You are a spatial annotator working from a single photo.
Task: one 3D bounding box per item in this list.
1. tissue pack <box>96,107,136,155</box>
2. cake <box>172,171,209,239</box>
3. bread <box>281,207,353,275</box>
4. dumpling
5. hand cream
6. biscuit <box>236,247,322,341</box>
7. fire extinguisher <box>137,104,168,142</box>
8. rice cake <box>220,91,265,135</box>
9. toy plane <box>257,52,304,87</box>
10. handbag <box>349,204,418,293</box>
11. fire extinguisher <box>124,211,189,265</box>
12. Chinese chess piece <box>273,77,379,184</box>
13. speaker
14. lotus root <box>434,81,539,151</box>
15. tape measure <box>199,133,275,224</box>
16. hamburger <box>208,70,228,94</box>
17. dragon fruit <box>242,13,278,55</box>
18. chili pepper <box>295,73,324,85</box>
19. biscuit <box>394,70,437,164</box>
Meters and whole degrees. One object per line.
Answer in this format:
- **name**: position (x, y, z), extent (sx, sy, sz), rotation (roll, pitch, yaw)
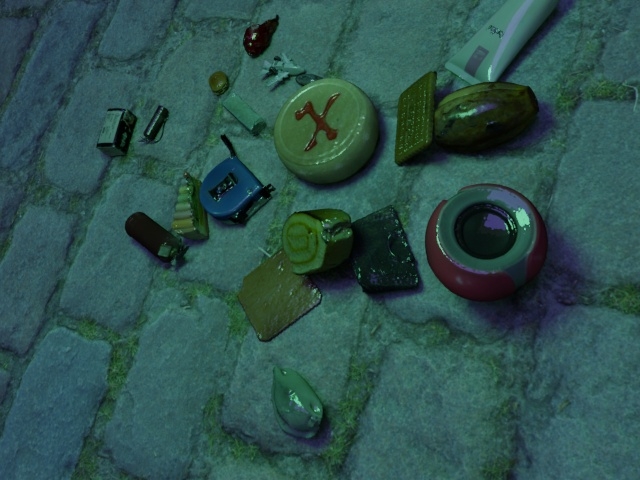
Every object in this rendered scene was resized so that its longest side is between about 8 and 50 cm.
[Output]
- **tissue pack**: position (-0.776, -0.415, 2.301), extent (0.103, 0.090, 0.170), rotation (3, 73, 26)
- **cake**: position (-0.439, -0.110, 2.017), extent (0.090, 0.109, 0.226), rotation (-18, 64, 17)
- **bread**: position (0.000, 0.000, 1.717), extent (0.257, 0.124, 0.186), rotation (-13, 82, 56)
- **dumpling**: position (-0.083, 0.445, 1.640), extent (0.149, 0.105, 0.217), rotation (-42, 60, 4)
- **hand cream**: position (0.545, -0.614, 1.782), extent (0.359, 0.118, 0.185), rotation (-49, 58, 7)
- **biscuit**: position (-0.134, 0.158, 1.830), extent (0.236, 0.013, 0.232), rotation (-37, 60, 6)
- **fire extinguisher**: position (-0.618, -0.426, 2.264), extent (0.078, 0.045, 0.157), rotation (25, 80, 8)
- **rice cake**: position (-0.267, -0.442, 2.099), extent (0.069, 0.063, 0.206), rotation (-44, 60, -4)
- **toy plane**: position (-0.135, -0.600, 2.104), extent (0.171, 0.065, 0.162), rotation (4, 61, 30)
- **handbag**: position (0.169, 0.032, 1.712), extent (0.175, 0.089, 0.271), rotation (-18, 63, 8)
- **fire extinguisher**: position (-0.543, -0.003, 2.027), extent (0.268, 0.105, 0.105), rotation (32, 85, 31)
- **Chinese chess piece**: position (0.018, -0.340, 1.886), extent (0.337, 0.140, 0.338), rotation (-9, 67, 20)
- **speaker**: position (0.414, 0.001, 1.501), extent (0.294, 0.294, 0.295), rotation (-9, 67, 21)
- **lotus root**: position (0.453, -0.351, 1.676), extent (0.290, 0.193, 0.193), rotation (-8, 67, 21)
- **tape measure**: position (-0.325, -0.207, 2.016), extent (0.215, 0.098, 0.351), rotation (-43, 57, 2)
- **hamburger**: position (-0.373, -0.579, 2.212), extent (0.076, 0.044, 0.083), rotation (-35, 57, 7)
- **dragon fruit**: position (-0.218, -0.758, 2.191), extent (0.094, 0.094, 0.191), rotation (25, 77, 30)
- **chili pepper**: position (-0.032, -0.541, 2.046), extent (0.153, 0.041, 0.050), rotation (28, 41, 30)
- **biscuit**: position (0.277, -0.365, 1.787), extent (0.172, 0.029, 0.255), rotation (-29, 49, 59)
